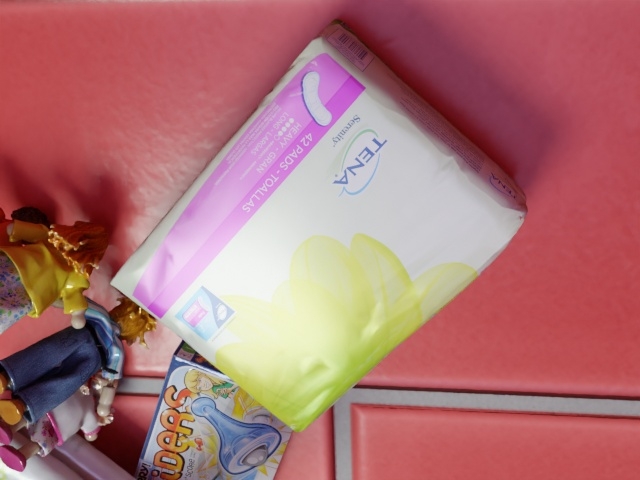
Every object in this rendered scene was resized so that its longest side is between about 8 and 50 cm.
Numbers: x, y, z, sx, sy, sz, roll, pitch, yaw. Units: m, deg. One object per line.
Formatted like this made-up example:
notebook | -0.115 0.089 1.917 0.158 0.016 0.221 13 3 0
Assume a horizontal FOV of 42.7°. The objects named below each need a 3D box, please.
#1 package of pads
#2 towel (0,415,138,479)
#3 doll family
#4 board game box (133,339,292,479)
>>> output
package of pads | 0.000 0.000 0.701 0.229 0.101 0.296 40 112 -7
towel | -0.268 0.369 0.869 0.374 0.090 0.320 40 120 -8
doll family | -0.234 0.076 0.741 0.118 0.163 0.263 -7 110 39
board game box | -0.109 0.212 0.834 0.136 0.035 0.201 20 113 1
